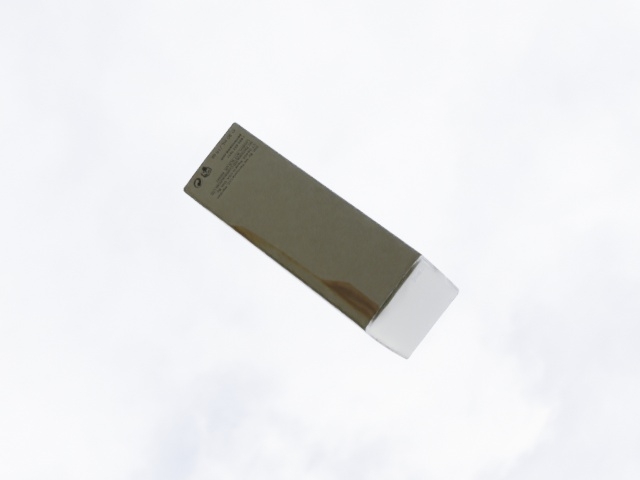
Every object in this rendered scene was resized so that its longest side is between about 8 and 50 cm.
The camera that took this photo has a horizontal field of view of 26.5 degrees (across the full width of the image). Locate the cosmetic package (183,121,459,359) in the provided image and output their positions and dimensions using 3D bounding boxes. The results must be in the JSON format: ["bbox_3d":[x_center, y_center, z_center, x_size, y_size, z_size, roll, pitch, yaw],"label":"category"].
[{"bbox_3d":[0.000,0.000,0.601,0.115,0.060,0.041,37,-91,30],"label":"cosmetic package"}]
